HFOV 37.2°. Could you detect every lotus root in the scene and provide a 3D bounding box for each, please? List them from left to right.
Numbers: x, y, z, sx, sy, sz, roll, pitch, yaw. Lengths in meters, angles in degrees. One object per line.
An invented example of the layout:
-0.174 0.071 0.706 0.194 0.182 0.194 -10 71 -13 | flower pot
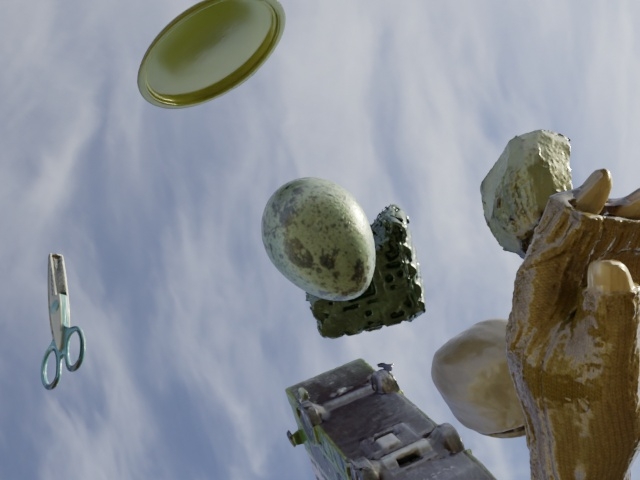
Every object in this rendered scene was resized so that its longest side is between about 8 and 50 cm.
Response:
0.240 -0.051 1.136 0.070 0.144 0.143 20 -52 -14 | lotus root

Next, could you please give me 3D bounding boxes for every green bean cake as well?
0.065 0.059 1.598 0.208 0.107 0.193 -15 -63 8 | green bean cake

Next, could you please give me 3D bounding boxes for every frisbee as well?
-0.153 -0.268 1.341 0.236 0.236 0.017 -26 -110 -18 | frisbee

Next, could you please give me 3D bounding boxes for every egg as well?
0.000 0.000 1.193 0.132 0.132 0.172 -29 -107 -17 | egg

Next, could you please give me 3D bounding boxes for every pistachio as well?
0.307 0.231 1.590 0.166 0.288 0.197 15 -104 -38 | pistachio

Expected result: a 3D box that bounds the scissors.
-0.206 0.058 0.755 0.058 0.119 0.014 -37 -40 30 | scissors

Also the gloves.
0.267 0.103 0.971 0.203 0.155 0.356 -20 -61 -69 | gloves

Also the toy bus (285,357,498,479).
0.065 0.220 0.878 0.113 0.302 0.139 -20 -71 -14 | toy bus
